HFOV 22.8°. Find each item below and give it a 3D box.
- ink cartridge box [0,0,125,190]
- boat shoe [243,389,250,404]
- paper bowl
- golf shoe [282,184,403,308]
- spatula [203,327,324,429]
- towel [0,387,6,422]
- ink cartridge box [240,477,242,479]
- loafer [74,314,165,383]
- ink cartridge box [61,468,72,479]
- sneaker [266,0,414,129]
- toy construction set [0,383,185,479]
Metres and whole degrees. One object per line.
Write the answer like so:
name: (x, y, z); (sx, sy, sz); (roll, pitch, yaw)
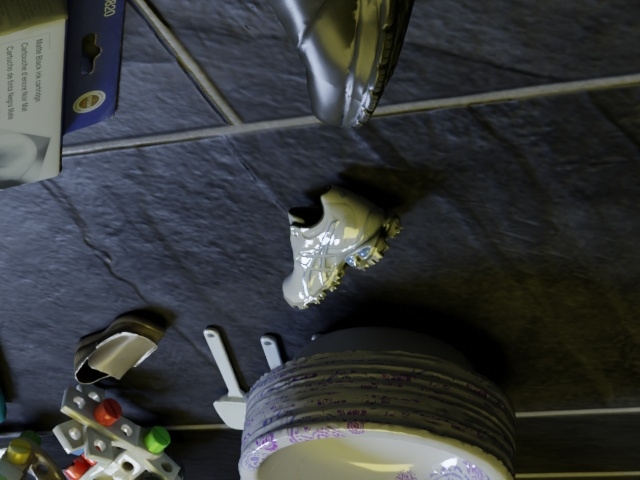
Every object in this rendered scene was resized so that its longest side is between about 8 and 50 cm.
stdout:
ink cartridge box: (-0.251, -0.110, 1.225); (0.224, 0.045, 0.223); (-18, 156, -18)
boat shoe: (-0.027, 0.195, 1.779); (0.142, 0.049, 0.040); (34, 105, -36)
paper bowl: (0.062, 0.193, 1.655); (0.284, 0.148, 0.284); (4, 150, 2)
golf shoe: (0.000, 0.000, 1.455); (0.086, 0.069, 0.176); (39, 141, -9)
spatula: (-0.047, 0.162, 1.777); (0.168, 0.019, 0.242); (4, 150, 12)
towel: (-0.507, 0.110, 1.809); (0.271, 0.040, 0.370); (8, 149, 1)
ink cartridge box: (0.044, 0.357, 1.888); (0.278, 0.201, 0.117); (18, 150, -20)
loafer: (-0.220, 0.123, 1.727); (0.056, 0.050, 0.148); (27, 147, -27)
ink cartridge box: (-0.320, 0.366, 2.110); (0.088, 0.122, 0.052); (-15, 146, 38)
sneaker: (0.003, -0.191, 1.081); (0.130, 0.109, 0.286); (13, 142, 7)
toy construction set: (-0.299, 0.280, 1.950); (0.215, 0.151, 0.327); (44, 135, -7)
